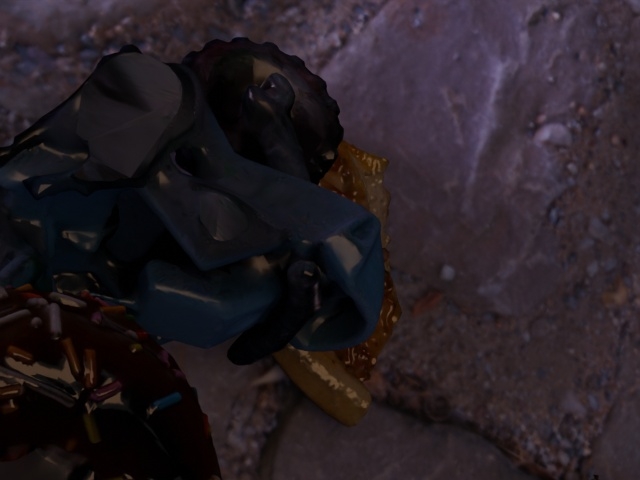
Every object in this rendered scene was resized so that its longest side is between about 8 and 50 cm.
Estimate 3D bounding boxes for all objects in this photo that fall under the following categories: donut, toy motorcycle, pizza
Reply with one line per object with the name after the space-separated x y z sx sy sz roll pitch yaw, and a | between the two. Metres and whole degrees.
-0.155 0.139 0.707 0.235 0.089 0.235 -1 93 -21 | donut
-0.113 0.018 0.853 0.416 0.172 0.232 -31 77 -36 | toy motorcycle
-0.005 0.005 1.019 0.134 0.056 0.271 -5 84 -14 | pizza

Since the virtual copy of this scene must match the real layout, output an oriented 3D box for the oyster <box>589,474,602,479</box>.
0.178 0.244 1.055 0.177 0.056 0.105 -10 74 -24 | oyster
